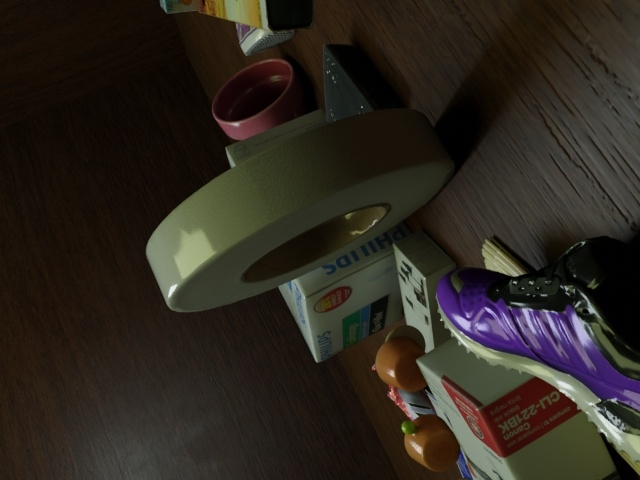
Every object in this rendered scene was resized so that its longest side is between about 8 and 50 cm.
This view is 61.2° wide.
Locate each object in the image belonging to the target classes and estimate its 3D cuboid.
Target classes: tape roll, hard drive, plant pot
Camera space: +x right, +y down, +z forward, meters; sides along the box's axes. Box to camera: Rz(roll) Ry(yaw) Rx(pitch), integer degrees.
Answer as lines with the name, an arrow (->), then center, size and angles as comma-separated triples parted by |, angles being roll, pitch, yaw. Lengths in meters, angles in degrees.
tape roll -> -0.018, -0.024, 0.683 | 0.072, 0.392, 0.392 | 64, 170, 12
hard drive -> 0.064, -0.172, 0.859 | 0.172, 0.054, 0.254 | 60, 169, 28
plant pot -> -0.106, -0.266, 1.193 | 0.180, 0.201, 0.201 | 53, -178, -45

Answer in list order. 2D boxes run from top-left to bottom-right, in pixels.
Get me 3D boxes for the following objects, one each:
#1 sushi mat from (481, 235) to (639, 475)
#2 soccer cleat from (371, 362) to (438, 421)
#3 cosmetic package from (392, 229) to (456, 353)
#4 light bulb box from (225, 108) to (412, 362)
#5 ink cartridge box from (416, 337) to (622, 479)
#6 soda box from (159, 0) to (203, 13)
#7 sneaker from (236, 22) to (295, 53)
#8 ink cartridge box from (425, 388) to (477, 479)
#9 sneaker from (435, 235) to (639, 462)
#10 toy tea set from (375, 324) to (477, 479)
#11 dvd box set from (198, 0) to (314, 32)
sushi mat -> 0.276, 0.133, 0.590 | 0.316, 0.019, 0.151 | 54, 166, 49
soccer cleat -> 0.217, 0.384, 1.294 | 0.248, 0.095, 0.083 | 61, 170, 23
cosmetic package -> 0.180, 0.105, 0.903 | 0.099, 0.060, 0.239 | -125, 14, -48
light bulb box -> 0.000, 0.000, 1.116 | 0.361, 0.225, 0.358 | 59, 168, 28
ink cartridge box -> 0.253, 0.259, 0.667 | 0.272, 0.114, 0.197 | 61, 173, -7
soda box -> -0.228, -0.451, 0.832 | 0.058, 0.063, 0.183 | -126, 28, -49
sneaker -> -0.137, -0.464, 1.088 | 0.282, 0.102, 0.161 | -141, 32, -67
ink cartridge box -> 0.310, 0.431, 1.009 | 0.332, 0.065, 0.165 | 66, 171, -12
sneaker -> 0.217, 0.056, 0.472 | 0.293, 0.102, 0.146 | 32, 136, 54
toy tea set -> 0.200, 0.272, 0.822 | 0.124, 0.200, 0.336 | -175, 63, -77
dvd box set -> -0.119, -0.450, 0.708 | 0.420, 0.062, 0.307 | -132, 34, -56
